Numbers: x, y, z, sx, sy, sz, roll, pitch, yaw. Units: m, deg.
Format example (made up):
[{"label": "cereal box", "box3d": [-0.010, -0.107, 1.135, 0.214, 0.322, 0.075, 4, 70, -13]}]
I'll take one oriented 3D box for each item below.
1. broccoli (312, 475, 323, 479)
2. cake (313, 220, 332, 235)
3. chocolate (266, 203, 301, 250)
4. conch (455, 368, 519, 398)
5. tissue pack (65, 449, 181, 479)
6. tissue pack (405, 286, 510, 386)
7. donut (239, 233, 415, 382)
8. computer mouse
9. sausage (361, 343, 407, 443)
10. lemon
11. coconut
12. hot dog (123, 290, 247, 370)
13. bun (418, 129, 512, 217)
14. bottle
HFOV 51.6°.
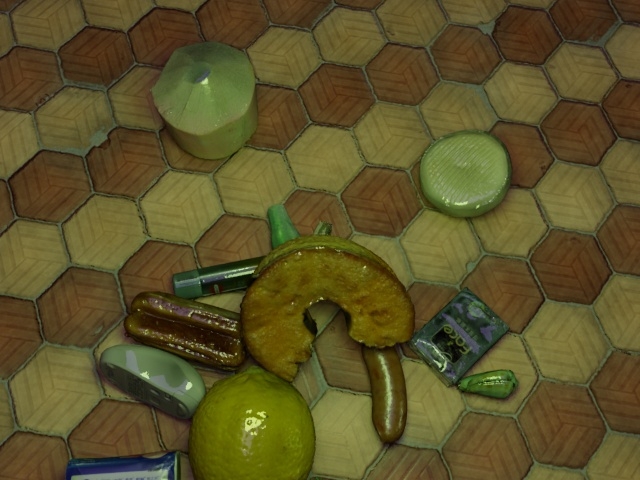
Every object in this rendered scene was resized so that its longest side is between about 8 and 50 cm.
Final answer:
[{"label": "broccoli", "box3d": [0.043, 0.768, 1.586, 0.361, 0.221, 0.252, 38, 43, 7]}, {"label": "cake", "box3d": [0.000, 0.000, 1.914, 0.051, 0.055, 0.139, 10, 68, 7]}, {"label": "chocolate", "box3d": [-0.086, 0.034, 1.874, 0.110, 0.110, 0.291, -16, 70, -8]}, {"label": "conch", "box3d": [0.452, 0.386, 1.774, 0.170, 0.105, 0.079, -5, 66, 0]}, {"label": "tissue pack", "box3d": [-0.481, 0.633, 1.623, 0.270, 0.137, 0.209, -3, 70, -8]}, {"label": "tissue pack", "box3d": [0.379, 0.263, 1.829, 0.235, 0.073, 0.173, -39, 76, -15]}, {"label": "donut", "box3d": [0.007, 0.145, 1.695, 0.436, 0.377, 0.163, -14, 29, 5]}, {"label": "computer mouse", "box3d": [-0.418, 0.345, 1.704, 0.297, 0.184, 0.121, 25, 55, 9]}, {"label": "sausage", "box3d": [0.174, 0.399, 1.758, 0.109, 0.109, 0.270, -4, 70, -4]}, {"label": "lemon", "box3d": [-0.162, 0.487, 1.602, 0.336, 0.336, 0.335, 1, 70, -3]}, {"label": "coconut", "box3d": [-0.328, -0.412, 1.905, 0.298, 0.309, 0.297, 1, 70, -3]}, {"label": "hot dog", "box3d": [-0.348, 0.242, 1.773, 0.349, 0.117, 0.158, 15, 71, -1]}, {"label": "bun", "box3d": [0.427, -0.187, 1.956, 0.288, 0.146, 0.287, -4, 62, 8]}, {"label": "bottle", "box3d": [-0.265, 0.104, 1.846, 0.286, 0.082, 0.082, -11, 71, -6]}]
